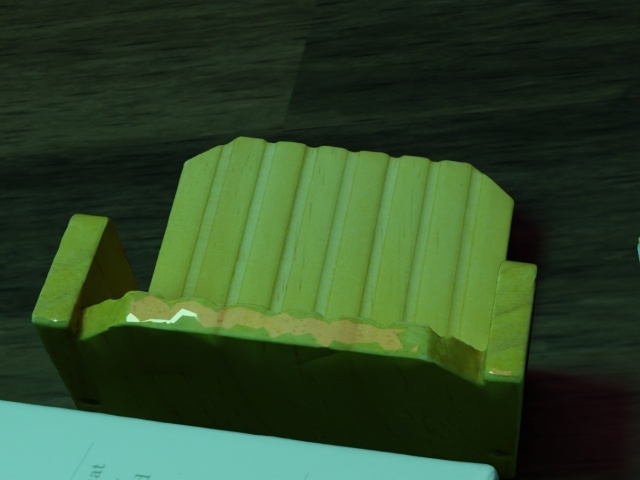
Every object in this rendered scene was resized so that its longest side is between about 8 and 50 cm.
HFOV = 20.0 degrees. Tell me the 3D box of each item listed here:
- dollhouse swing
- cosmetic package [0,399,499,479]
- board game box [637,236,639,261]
[{"bbox_3d":[0.000,0.000,1.427,0.346,0.315,0.305,7,65,7],"label":"dollhouse swing"},{"bbox_3d":[-0.093,0.331,1.087,0.393,0.329,0.327,4,46,25],"label":"cosmetic package"},{"bbox_3d":[0.259,0.186,1.134,0.064,0.316,0.242,-9,41,10],"label":"board game box"}]
